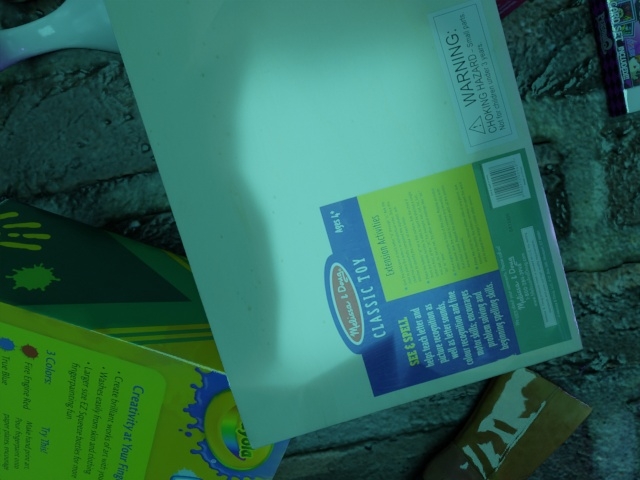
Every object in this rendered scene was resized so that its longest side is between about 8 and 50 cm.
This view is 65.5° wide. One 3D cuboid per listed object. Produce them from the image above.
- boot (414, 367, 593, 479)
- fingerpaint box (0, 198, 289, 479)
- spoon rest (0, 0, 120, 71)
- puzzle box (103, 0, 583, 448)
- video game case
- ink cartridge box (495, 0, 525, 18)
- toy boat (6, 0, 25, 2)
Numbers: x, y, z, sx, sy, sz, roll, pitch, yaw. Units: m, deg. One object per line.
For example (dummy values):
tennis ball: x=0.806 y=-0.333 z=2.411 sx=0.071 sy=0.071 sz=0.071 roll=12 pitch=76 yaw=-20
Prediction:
boot: x=0.301 y=0.347 z=0.737 sx=0.264 sy=0.096 sz=0.280 roll=38 pitch=88 yaw=2
fingerpaint box: x=-0.239 y=0.222 z=0.590 sx=0.372 sy=0.163 sz=0.444 roll=18 pitch=119 yaw=-3
spoon rest: x=-0.287 y=-0.284 z=0.631 sx=0.277 sy=0.084 sz=0.137 roll=-21 pitch=117 yaw=-8
puzzle box: x=0.015 y=-0.070 z=0.385 sx=0.272 sy=0.052 sz=0.408 roll=-16 pitch=95 yaw=-1
video game case: x=0.473 y=-0.303 z=0.657 sx=0.211 sy=0.042 sz=0.231 roll=-15 pitch=98 yaw=-1
ink cartridge box: x=0.048 y=-0.321 z=0.530 sx=0.385 sy=0.279 sz=0.160 roll=-9 pitch=99 yaw=1
toy boat: x=-0.348 y=-0.395 z=0.576 sx=0.231 sy=0.151 sz=0.150 roll=-26 pitch=98 yaw=3
